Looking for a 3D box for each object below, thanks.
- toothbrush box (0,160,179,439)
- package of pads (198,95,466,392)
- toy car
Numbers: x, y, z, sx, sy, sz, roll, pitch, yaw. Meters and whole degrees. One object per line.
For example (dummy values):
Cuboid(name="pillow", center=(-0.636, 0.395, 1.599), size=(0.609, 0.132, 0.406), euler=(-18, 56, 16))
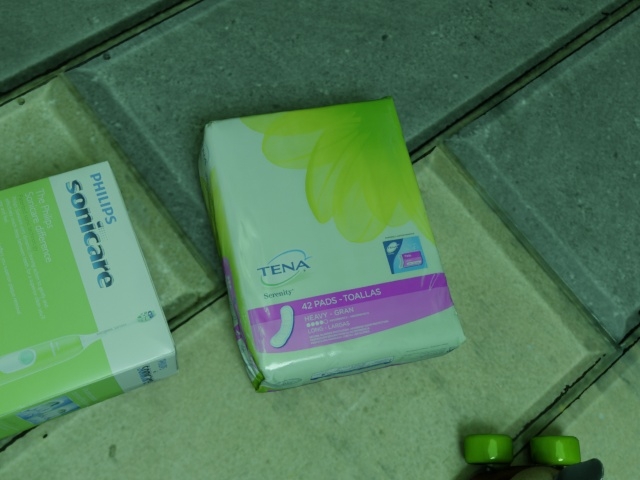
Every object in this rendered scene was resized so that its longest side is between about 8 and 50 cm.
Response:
Cuboid(name="toothbrush box", center=(-0.304, 0.073, 0.673), size=(0.283, 0.122, 0.206), euler=(-20, 75, -15))
Cuboid(name="package of pads", center=(0.000, 0.000, 0.764), size=(0.229, 0.101, 0.297), euler=(-9, 71, -14))
Cuboid(name="toy car", center=(0.223, 0.259, 0.660), size=(0.148, 0.188, 0.155), euler=(4, 70, -8))
